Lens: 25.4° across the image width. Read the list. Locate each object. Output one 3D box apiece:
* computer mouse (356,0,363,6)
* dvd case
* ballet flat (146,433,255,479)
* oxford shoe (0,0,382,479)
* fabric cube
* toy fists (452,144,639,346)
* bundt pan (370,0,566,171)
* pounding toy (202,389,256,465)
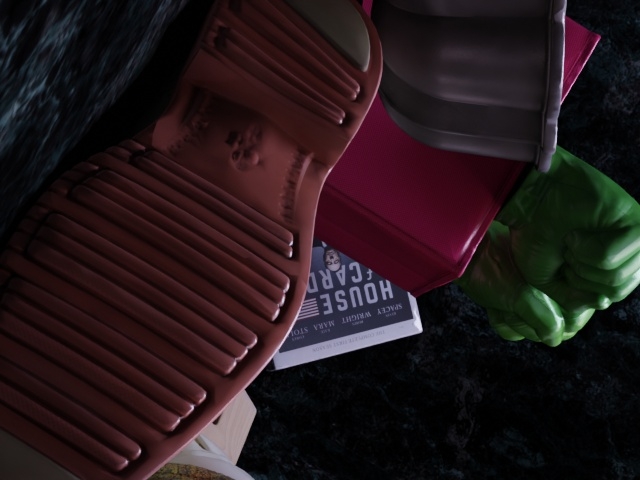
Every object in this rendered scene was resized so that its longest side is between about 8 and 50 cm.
[{"bbox_3d":[-0.048,-0.112,1.023,0.188,0.072,0.272,-90,-158,-54],"label":"computer mouse"},{"bbox_3d":[0.000,0.000,1.475,0.179,0.239,0.029,-13,178,-26],"label":"dvd case"},{"bbox_3d":[-0.110,0.151,0.757,0.348,0.123,0.123,-9,-143,39],"label":"ballet flat"},{"bbox_3d":[-0.084,0.010,0.785,0.146,0.140,0.397,-47,-173,48],"label":"oxford shoe"},{"bbox_3d":[0.060,-0.124,1.320,0.254,0.258,0.259,-58,-179,-9],"label":"fabric cube"},{"bbox_3d":[0.207,0.018,1.285,0.096,0.142,0.279,-59,-179,-25],"label":"toy fists"},{"bbox_3d":[0.095,-0.209,0.974,0.331,0.124,0.331,-1,90,-86],"label":"bundt pan"},{"bbox_3d":[-0.128,0.151,1.154,0.130,0.100,0.141,-22,-159,21],"label":"pounding toy"}]
